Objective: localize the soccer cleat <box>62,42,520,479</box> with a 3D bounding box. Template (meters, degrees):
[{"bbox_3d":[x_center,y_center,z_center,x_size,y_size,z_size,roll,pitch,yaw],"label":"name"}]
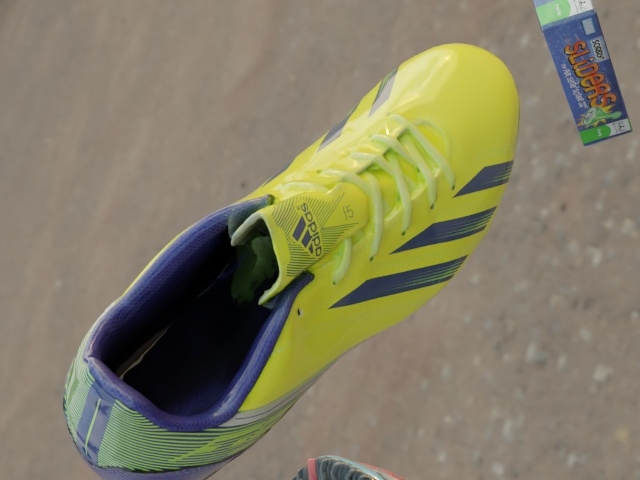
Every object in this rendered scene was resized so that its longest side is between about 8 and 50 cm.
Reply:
[{"bbox_3d":[0.001,0.001,0.786,0.289,0.093,0.121,-44,-17,-23],"label":"soccer cleat"}]

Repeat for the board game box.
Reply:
[{"bbox_3d":[0.147,-0.178,1.095,0.136,0.035,0.201,55,-159,-57],"label":"board game box"}]

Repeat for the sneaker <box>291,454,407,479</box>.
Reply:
[{"bbox_3d":[0.037,0.210,1.324,0.262,0.125,0.104,-29,73,65],"label":"sneaker"}]
